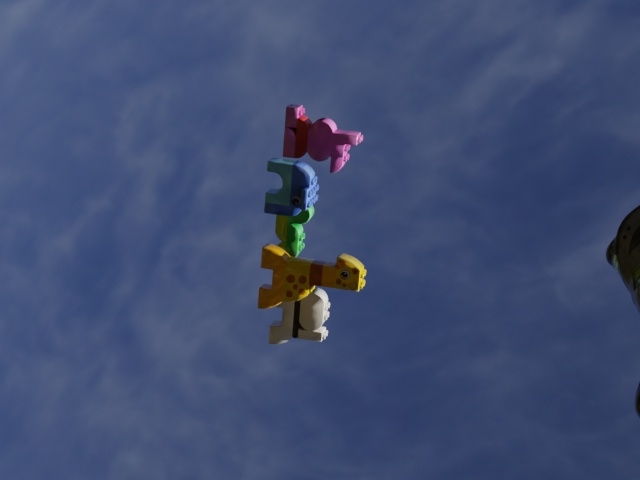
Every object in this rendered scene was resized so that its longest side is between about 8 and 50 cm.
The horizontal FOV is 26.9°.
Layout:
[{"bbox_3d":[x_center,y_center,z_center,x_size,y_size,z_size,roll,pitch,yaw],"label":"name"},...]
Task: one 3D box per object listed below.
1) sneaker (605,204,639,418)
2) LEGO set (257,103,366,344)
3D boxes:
[{"bbox_3d":[0.198,0.026,0.749,0.078,0.067,0.188,-2,-128,27],"label":"sneaker"},{"bbox_3d":[0.000,0.000,1.207,0.093,0.087,0.227,8,-75,10],"label":"LEGO set"}]
